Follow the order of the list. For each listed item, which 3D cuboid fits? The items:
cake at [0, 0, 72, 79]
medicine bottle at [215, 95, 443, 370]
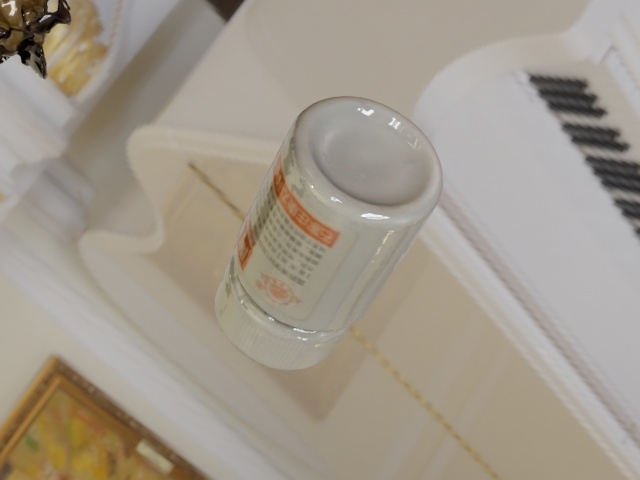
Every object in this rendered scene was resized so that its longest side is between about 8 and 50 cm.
[{"bbox_3d":[-0.496,-0.295,1.722,0.321,0.332,0.332,0,155,7],"label":"cake"},{"bbox_3d":[0.000,0.000,1.722,0.211,0.211,0.371,34,139,3],"label":"medicine bottle"}]
